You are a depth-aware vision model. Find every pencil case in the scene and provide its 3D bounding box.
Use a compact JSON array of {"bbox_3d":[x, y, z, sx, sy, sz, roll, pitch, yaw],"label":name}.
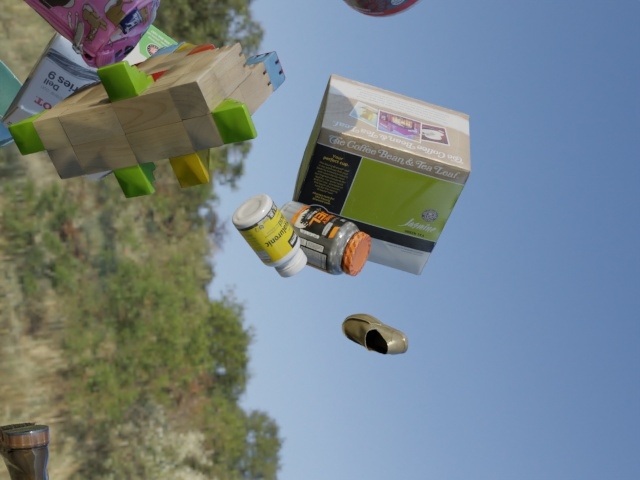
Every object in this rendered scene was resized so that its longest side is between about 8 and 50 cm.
[{"bbox_3d":[-0.433,-0.440,1.389,0.160,0.386,0.167,-47,-173,16],"label":"pencil case"}]

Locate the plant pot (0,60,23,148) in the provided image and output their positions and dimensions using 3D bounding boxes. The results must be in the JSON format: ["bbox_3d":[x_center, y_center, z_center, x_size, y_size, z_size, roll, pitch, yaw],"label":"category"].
[{"bbox_3d":[-0.766,-0.285,1.883,0.290,0.195,0.290,49,10,-11],"label":"plant pot"}]

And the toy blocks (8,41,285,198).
[{"bbox_3d":[-0.229,-0.213,1.343,0.191,0.381,0.261,69,28,-25],"label":"toy blocks"}]

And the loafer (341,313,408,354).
[{"bbox_3d":[0.091,0.171,1.638,0.148,0.050,0.056,13,-77,41],"label":"loafer"}]

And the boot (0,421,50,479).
[{"bbox_3d":[-0.453,0.331,1.344,0.219,0.082,0.106,-16,-100,61],"label":"boot"}]

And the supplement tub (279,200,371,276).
[{"bbox_3d":[0.000,0.000,1.844,0.117,0.190,0.117,-49,150,-41],"label":"supplement tub"}]

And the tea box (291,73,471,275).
[{"bbox_3d":[0.124,-0.142,1.988,0.220,0.328,0.324,-81,-170,-48],"label":"tea box"}]

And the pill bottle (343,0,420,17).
[{"bbox_3d":[0.057,-0.528,1.469,0.363,0.210,0.210,24,54,-64],"label":"pill bottle"}]

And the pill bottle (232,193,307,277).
[{"bbox_3d":[-0.069,-0.004,1.272,0.116,0.065,0.065,54,2,-30],"label":"pill bottle"}]

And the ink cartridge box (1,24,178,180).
[{"bbox_3d":[-0.418,-0.287,1.662,0.121,0.211,0.289,-14,-131,56],"label":"ink cartridge box"}]
